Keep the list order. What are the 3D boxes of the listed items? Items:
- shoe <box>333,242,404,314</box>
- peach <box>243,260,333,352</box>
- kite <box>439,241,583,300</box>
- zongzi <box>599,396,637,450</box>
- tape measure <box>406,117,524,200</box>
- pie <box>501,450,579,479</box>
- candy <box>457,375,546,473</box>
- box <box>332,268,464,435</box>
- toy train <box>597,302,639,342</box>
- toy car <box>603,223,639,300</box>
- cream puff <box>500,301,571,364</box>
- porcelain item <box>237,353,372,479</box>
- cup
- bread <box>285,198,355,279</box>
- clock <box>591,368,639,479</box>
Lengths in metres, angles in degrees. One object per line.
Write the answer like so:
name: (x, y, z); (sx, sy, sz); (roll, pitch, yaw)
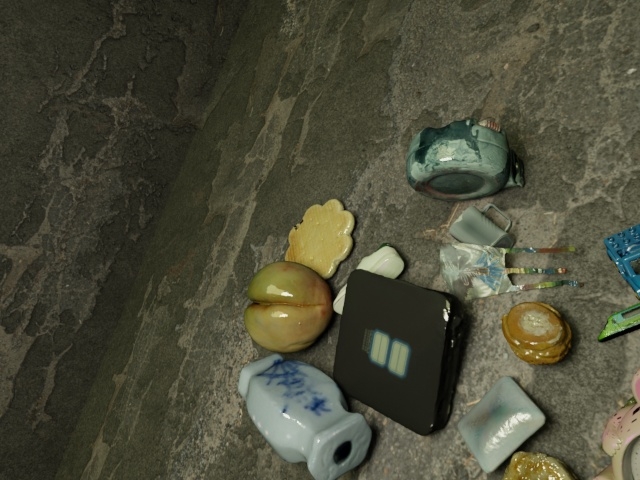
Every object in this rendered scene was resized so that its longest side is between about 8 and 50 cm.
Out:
shoe: (0.139, 0.114, 1.320); (0.265, 0.095, 0.110); (-43, 28, 24)
peach: (-0.098, 0.206, 1.376); (0.293, 0.247, 0.291); (-6, 67, 13)
kite: (0.430, 0.062, 1.039); (0.310, 0.169, 0.015); (-12, 18, 36)
zongzi: (0.606, 0.370, 0.785); (0.154, 0.062, 0.130); (27, 111, 31)
tape measure: (0.359, -0.201, 1.144); (0.256, 0.275, 0.147); (-10, 66, 44)
pie: (0.435, 0.501, 0.841); (0.163, 0.079, 0.193); (-45, 48, 23)
candy: (0.380, 0.389, 0.943); (0.174, 0.071, 0.138); (-52, 22, 11)
box: (0.184, 0.272, 1.133); (0.351, 0.091, 0.358); (12, 94, 46)
toy train: (0.640, 0.139, 0.860); (0.209, 0.044, 0.042); (-33, 50, 27)
toy car: (0.631, 0.037, 0.854); (0.097, 0.100, 0.191); (-30, 31, 24)
cream puff: (0.463, 0.204, 0.944); (0.127, 0.103, 0.144); (-27, 32, 2)
porcelain item: (-0.063, 0.466, 1.206); (0.405, 0.243, 0.178); (18, 117, 52)
cup: (0.419, -0.024, 1.118); (0.128, 0.095, 0.129); (-49, 47, 10)
bread: (0.000, 0.000, 1.524); (0.316, 0.054, 0.315); (-22, 54, 35)
clock: (0.578, 0.360, 0.654); (0.284, 0.114, 0.309); (23, 115, 57)
